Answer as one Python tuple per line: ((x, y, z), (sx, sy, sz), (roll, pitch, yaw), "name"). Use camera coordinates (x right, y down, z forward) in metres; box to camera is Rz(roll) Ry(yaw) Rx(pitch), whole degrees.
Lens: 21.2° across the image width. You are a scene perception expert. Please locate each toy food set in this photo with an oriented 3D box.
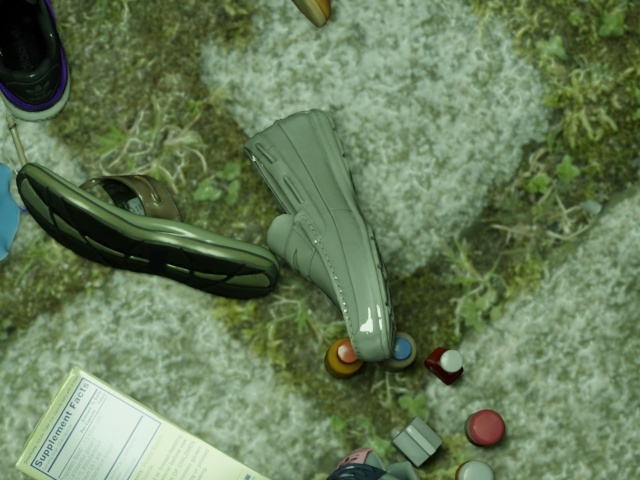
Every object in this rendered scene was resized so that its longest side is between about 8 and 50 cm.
((0.116, 0.174, 1.841), (0.111, 0.104, 0.232), (-43, 85, -8), "toy food set")

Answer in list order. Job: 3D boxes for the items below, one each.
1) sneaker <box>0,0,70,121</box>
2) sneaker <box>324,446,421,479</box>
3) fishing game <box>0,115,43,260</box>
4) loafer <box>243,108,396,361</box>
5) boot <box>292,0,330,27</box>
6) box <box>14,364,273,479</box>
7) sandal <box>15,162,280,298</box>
((-0.349, -0.284, 1.870), (0.102, 0.146, 0.293), (-23, 83, -6), "sneaker")
((0.021, 0.272, 1.735), (0.112, 0.319, 0.131), (-15, 71, 22), "sneaker")
((-0.381, -0.057, 1.793), (0.041, 0.264, 0.189), (-23, 79, 31), "fishing game")
((0.000, 0.000, 1.827), (0.111, 0.112, 0.319), (-18, 53, -1), "loafer")
((0.014, -0.406, 1.931), (0.211, 0.104, 0.295), (-26, 79, -6), "boot")
((-0.171, 0.245, 1.760), (0.243, 0.213, 0.117), (30, 81, 2), "box")
((-0.187, -0.020, 1.863), (0.302, 0.120, 0.086), (19, 64, -10), "sandal")
